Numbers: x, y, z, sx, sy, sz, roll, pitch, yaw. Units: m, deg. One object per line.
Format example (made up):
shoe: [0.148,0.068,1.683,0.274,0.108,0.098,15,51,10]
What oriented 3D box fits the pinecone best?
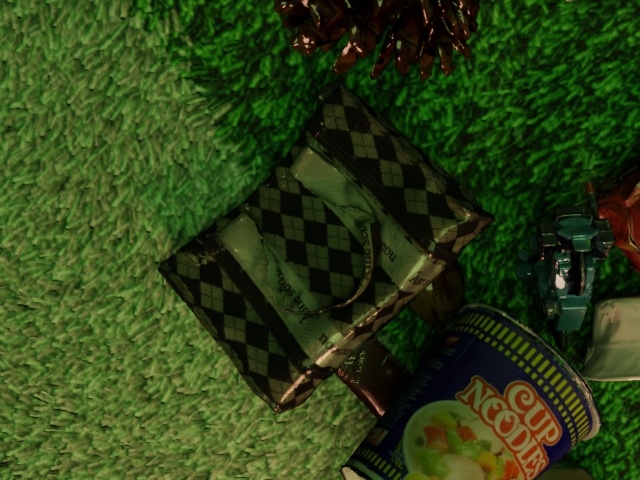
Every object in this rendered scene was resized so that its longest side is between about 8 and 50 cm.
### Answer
pinecone: [0.086,-0.328,1.362,0.309,0.244,0.244,-8,106,17]

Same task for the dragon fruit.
dragon fruit: [0.571,-0.026,1.451,0.314,0.250,0.250,-9,105,-3]

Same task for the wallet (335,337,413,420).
wallet: [0.091,0.226,1.619,0.095,0.026,0.176,-39,103,7]

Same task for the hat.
hat: [0.493,0.148,1.540,0.203,0.203,0.126,-1,87,0]

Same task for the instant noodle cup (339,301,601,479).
instant noodle cup: [0.202,0.293,1.447,0.312,0.284,0.284,-42,103,-19]

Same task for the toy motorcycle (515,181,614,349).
toy motorcycle: [0.364,0.037,1.477,0.123,0.182,0.272,-2,150,3]

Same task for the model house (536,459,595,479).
model house: [0.282,0.574,1.588,0.381,0.335,0.343,-4,116,-5]

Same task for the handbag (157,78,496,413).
handbag: [0.000,0.000,1.461,0.416,0.180,0.317,-44,74,12]

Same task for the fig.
fig: [0.175,0.086,1.545,0.109,0.103,0.155,-16,118,-19]
